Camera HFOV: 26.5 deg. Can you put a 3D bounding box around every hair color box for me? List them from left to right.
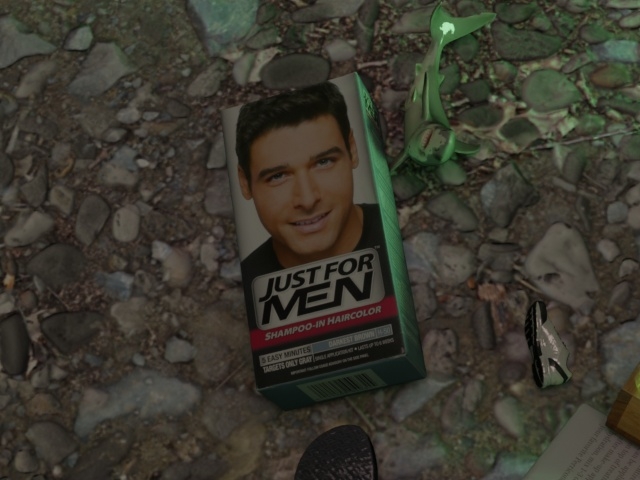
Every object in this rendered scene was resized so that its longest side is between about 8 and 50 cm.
[{"bbox_3d":[0.000,0.000,1.663,0.185,0.113,0.374,-15,65,13],"label":"hair color box"}]

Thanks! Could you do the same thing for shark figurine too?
[{"bbox_3d":[0.163,-0.167,1.759,0.116,0.166,0.278,20,50,-12],"label":"shark figurine"}]

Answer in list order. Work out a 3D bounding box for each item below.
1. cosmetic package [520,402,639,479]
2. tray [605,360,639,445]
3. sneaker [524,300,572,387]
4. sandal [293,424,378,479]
[{"bbox_3d":[0.394,0.393,1.390,0.453,0.161,0.230,31,50,22],"label":"cosmetic package"},{"bbox_3d":[0.501,0.110,1.516,0.203,0.076,0.411,31,49,18],"label":"tray"},{"bbox_3d":[0.275,0.125,1.640,0.044,0.040,0.109,-2,70,-12],"label":"sneaker"},{"bbox_3d":[0.016,0.341,1.573,0.097,0.054,0.254,1,77,15],"label":"sandal"}]
